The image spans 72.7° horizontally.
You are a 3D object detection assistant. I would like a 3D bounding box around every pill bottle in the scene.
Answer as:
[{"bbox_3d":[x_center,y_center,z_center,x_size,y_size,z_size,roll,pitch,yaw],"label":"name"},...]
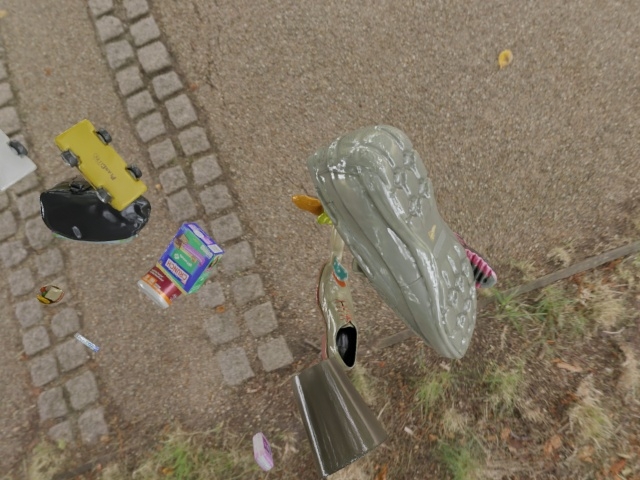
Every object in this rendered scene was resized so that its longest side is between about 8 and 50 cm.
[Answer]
[{"bbox_3d":[-0.327,0.071,0.983,0.086,0.086,0.152,30,62,20],"label":"pill bottle"}]

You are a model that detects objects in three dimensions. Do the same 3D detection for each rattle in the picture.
[{"bbox_3d":[0.000,0.000,1.006,0.143,0.130,0.199,9,89,-18],"label":"rattle"}]

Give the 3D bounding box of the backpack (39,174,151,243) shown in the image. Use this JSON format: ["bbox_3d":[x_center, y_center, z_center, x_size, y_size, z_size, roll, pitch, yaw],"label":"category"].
[{"bbox_3d":[-0.708,-0.102,1.385,0.355,0.290,0.273,47,128,52],"label":"backpack"}]

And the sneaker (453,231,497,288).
[{"bbox_3d":[0.187,0.014,0.583,0.119,0.057,0.047,39,130,14],"label":"sneaker"}]

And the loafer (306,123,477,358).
[{"bbox_3d":[0.093,0.016,0.503,0.111,0.319,0.112,-3,37,42],"label":"loafer"}]

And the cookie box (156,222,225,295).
[{"bbox_3d":[-0.251,0.035,0.837,0.092,0.040,0.107,42,108,13],"label":"cookie box"}]

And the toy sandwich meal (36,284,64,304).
[{"bbox_3d":[-0.942,0.187,1.514,0.085,0.029,0.085,10,55,-15],"label":"toy sandwich meal"}]

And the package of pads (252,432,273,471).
[{"bbox_3d":[-0.145,0.530,1.093,0.032,0.083,0.050,-29,109,-5],"label":"package of pads"}]

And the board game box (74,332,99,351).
[{"bbox_3d":[-0.905,0.393,1.684,0.090,0.090,0.020,-8,41,56],"label":"board game box"}]

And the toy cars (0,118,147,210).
[{"bbox_3d":[-0.557,-0.169,0.876,0.087,0.394,0.176,-3,80,53],"label":"toy cars"}]

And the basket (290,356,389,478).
[{"bbox_3d":[0.029,0.416,1.058,0.227,0.204,0.154,60,138,20],"label":"basket"}]

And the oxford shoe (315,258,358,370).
[{"bbox_3d":[0.068,0.226,1.348,0.123,0.130,0.348,-4,82,-24],"label":"oxford shoe"}]
